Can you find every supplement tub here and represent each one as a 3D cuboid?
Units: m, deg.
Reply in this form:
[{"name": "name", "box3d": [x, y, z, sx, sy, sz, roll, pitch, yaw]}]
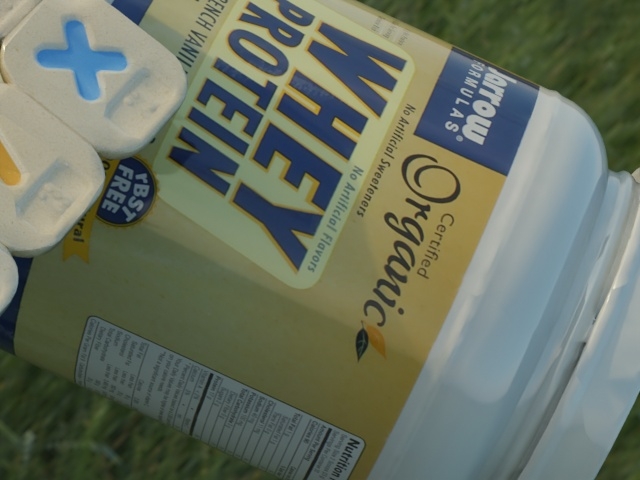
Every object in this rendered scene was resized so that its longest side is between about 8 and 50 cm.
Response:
[{"name": "supplement tub", "box3d": [0.000, 0.000, 0.931, 0.316, 0.228, 0.228, 24, 30, 1]}]

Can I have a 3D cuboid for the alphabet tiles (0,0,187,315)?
[{"name": "alphabet tiles", "box3d": [-0.202, -0.089, 0.733, 0.278, 0.021, 0.284, 37, 60, 0]}]
